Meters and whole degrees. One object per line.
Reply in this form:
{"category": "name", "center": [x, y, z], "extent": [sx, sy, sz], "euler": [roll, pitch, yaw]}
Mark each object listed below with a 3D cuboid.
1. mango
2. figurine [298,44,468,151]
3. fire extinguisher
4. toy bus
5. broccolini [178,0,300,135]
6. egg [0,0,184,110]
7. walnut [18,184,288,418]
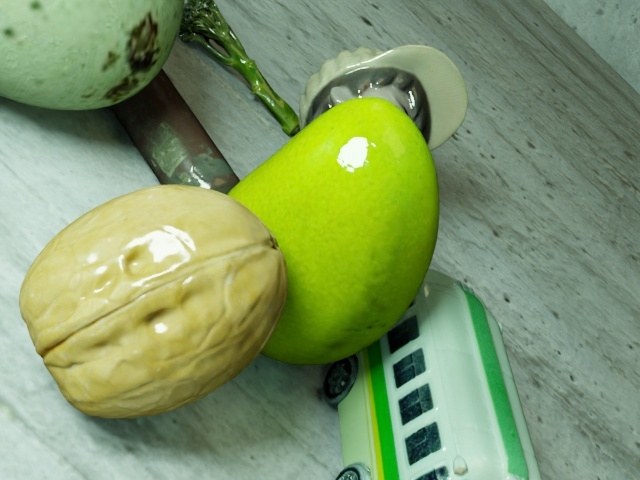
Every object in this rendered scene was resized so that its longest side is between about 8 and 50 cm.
{"category": "mango", "center": [0.003, 0.008, 0.797], "extent": [0.149, 0.273, 0.185], "euler": [-29, 84, -48]}
{"category": "figurine", "center": [0.032, -0.102, 1.088], "extent": [0.332, 0.204, 0.185], "euler": [-52, 140, -38]}
{"category": "fire extinguisher", "center": [-0.155, -0.089, 0.933], "extent": [0.089, 0.072, 0.268], "euler": [-29, 73, -22]}
{"category": "toy bus", "center": [0.102, 0.158, 0.838], "extent": [0.133, 0.164, 0.276], "euler": [28, 35, -27]}
{"category": "broccolini", "center": [-0.106, -0.220, 1.168], "extent": [0.216, 0.067, 0.058], "euler": [54, 34, -2]}
{"category": "egg", "center": [-0.276, -0.293, 0.809], "extent": [0.379, 0.287, 0.288], "euler": [46, 30, -14]}
{"category": "walnut", "center": [-0.122, 0.044, 0.686], "extent": [0.165, 0.197, 0.165], "euler": [-21, 90, -84]}
